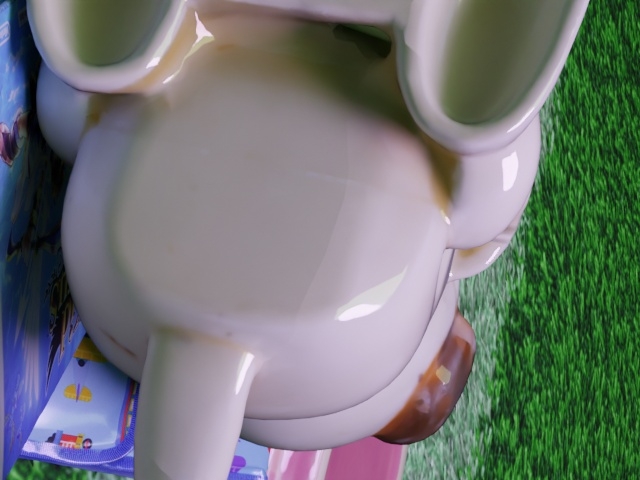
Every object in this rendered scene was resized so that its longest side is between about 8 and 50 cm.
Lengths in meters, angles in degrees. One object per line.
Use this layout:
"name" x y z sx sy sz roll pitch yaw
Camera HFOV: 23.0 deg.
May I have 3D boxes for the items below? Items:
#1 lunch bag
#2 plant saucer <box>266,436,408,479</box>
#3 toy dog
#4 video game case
"lunch bag" -0.164 0.049 1.113 0.293 0.138 0.220 19 74 -49
"plant saucer" 0.001 0.197 1.382 0.332 0.084 0.332 11 90 -69
"toy dog" 0.000 0.000 0.924 0.408 0.285 0.395 84 8 -71
"video game case" -0.176 -0.020 0.848 0.269 0.061 0.244 -78 171 -69
